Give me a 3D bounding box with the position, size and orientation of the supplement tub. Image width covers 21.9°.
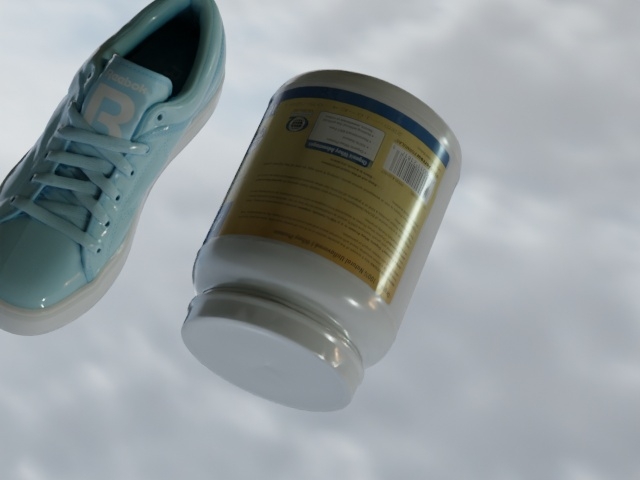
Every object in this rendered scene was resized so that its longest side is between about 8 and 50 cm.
[{"bbox_3d":[0.000,0.000,1.117,0.144,0.144,0.200,16,-117,17],"label":"supplement tub"}]

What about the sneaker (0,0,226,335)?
[{"bbox_3d":[-0.197,-0.090,1.454,0.135,0.150,0.366,22,-122,7],"label":"sneaker"}]
